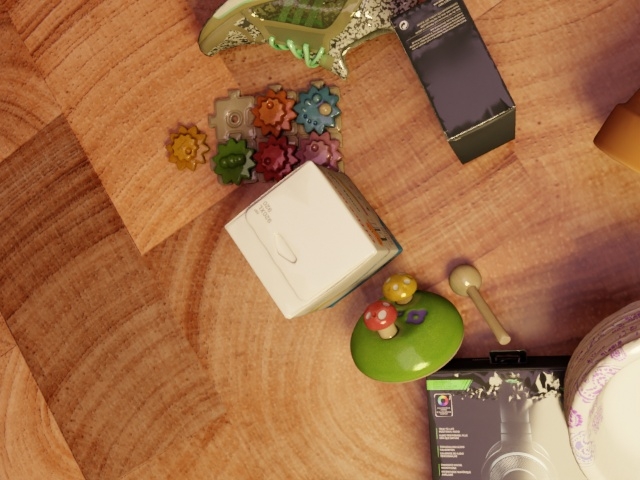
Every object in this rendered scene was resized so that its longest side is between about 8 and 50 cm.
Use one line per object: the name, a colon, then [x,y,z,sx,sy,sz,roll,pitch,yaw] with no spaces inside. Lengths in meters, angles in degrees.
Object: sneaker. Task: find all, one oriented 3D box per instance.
sneaker: [-0.015,-0.347,1.113,0.410,0.158,0.182,-12,101,20]

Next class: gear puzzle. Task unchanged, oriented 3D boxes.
gear puzzle: [-0.126,-0.186,1.184,0.338,0.044,0.176,-3,89,16]

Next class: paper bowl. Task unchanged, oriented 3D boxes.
paper bowl: [0.450,0.198,0.829,0.284,0.148,0.284,5,114,12]

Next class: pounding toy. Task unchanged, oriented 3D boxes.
pounding toy: [0.142,0.105,1.021,0.236,0.183,0.110,-22,121,7]

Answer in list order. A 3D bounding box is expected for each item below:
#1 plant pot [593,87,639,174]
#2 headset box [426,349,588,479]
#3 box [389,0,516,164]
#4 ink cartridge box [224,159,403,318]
plant pot: [0.533,-0.153,0.844,0.290,0.291,0.204,30,113,14]
headset box: [0.295,0.305,1.012,0.246,0.131,0.283,-3,88,16]
box: [0.203,-0.226,0.976,0.103,0.261,0.184,-23,84,15]
ink cartridge box: [0.000,0.000,1.047,0.168,0.232,0.171,-38,80,13]
